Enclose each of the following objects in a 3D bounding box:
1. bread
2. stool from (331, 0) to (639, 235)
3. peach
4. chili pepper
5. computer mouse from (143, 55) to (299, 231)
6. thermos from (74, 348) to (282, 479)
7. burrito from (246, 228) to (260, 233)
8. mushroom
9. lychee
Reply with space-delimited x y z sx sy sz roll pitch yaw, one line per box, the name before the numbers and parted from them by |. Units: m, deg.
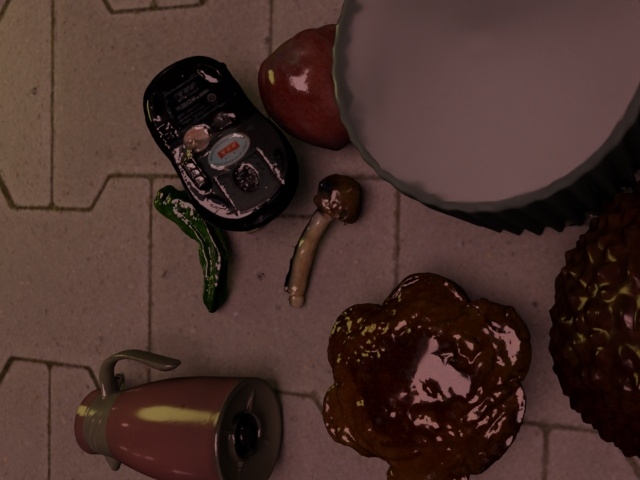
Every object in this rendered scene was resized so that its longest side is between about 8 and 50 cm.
bread | 0.120 0.150 0.841 0.232 0.135 0.246 38 105 17
stool | 0.179 -0.147 0.705 0.297 0.330 0.297 1 92 23
peach | -0.004 -0.175 0.885 0.152 0.152 0.152 1 92 22
chili pepper | -0.160 0.005 0.997 0.073 0.050 0.182 -25 85 13
computer mouse | -0.120 -0.115 0.911 0.137 0.096 0.233 -30 80 -9
thermos | -0.201 0.233 0.972 0.265 0.146 0.176 -1 98 28
burrito | -0.147 -0.103 0.989 0.058 0.063 0.229 -41 82 -23
mushroom | 0.000 0.000 0.936 0.060 0.061 0.187 40 117 30
lychee | 0.347 0.082 0.676 0.276 0.276 0.304 -8 64 22
